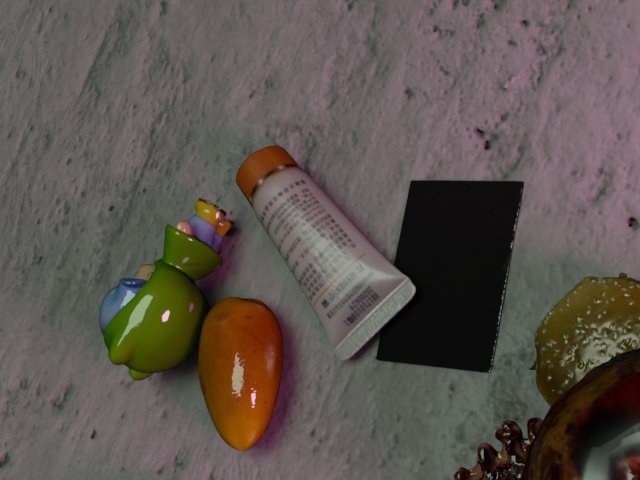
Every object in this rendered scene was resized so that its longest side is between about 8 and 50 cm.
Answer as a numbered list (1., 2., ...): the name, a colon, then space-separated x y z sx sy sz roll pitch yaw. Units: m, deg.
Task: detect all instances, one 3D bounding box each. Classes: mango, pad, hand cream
1. mango: -0.111 0.174 1.578 0.141 0.102 0.217 -24 57 33
2. pad: 0.160 0.039 1.497 0.170 0.006 0.246 2 74 35
3. hand cream: 0.000 0.000 1.579 0.139 0.089 0.314 -43 57 16

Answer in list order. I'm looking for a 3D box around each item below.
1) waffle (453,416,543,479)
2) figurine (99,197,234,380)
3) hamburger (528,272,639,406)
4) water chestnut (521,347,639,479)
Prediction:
1. waffle: 0.241 0.303 1.258 0.221 0.055 0.234 23 111 28
2. figurine: -0.209 0.068 1.660 0.143 0.162 0.263 26 75 16
3. hamburger: 0.333 0.142 1.259 0.189 0.122 0.215 -51 54 8
4. water chestnut: 0.354 0.239 1.026 0.350 0.302 0.351 -1 72 3
